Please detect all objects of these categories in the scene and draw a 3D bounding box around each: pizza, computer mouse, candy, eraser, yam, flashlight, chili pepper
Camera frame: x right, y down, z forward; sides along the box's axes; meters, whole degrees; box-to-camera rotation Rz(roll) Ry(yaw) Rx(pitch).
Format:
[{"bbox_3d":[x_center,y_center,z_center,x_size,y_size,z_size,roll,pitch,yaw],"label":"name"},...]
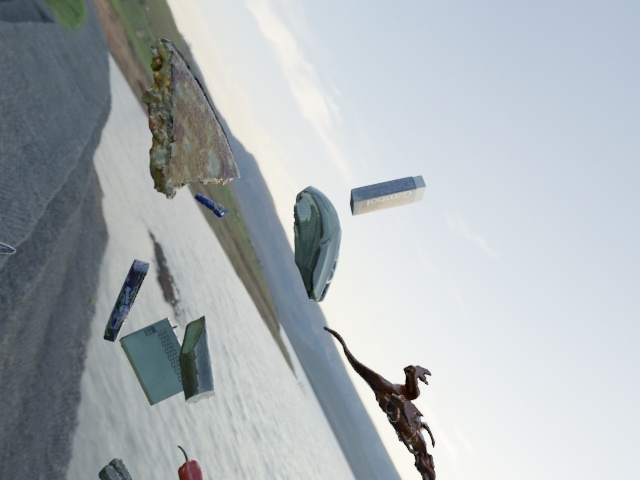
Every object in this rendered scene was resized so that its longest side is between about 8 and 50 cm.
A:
[{"bbox_3d":[-0.376,-0.263,1.409,0.406,0.130,0.440,-76,148,-49],"label":"pizza"},{"bbox_3d":[0.003,0.002,1.915,0.228,0.145,0.429,37,48,-70],"label":"computer mouse"},{"bbox_3d":[-0.691,0.214,1.905,0.061,0.313,0.088,23,18,-19],"label":"candy"},{"bbox_3d":[0.188,-0.129,1.535,0.092,0.212,0.046,90,-13,-65],"label":"eraser"},{"bbox_3d":[-0.385,0.363,1.664,0.106,0.106,0.259,82,-6,-67],"label":"yam"},{"bbox_3d":[-0.360,-0.119,1.770,0.121,0.057,0.035,34,-54,9],"label":"flashlight"},{"bbox_3d":[-0.352,0.708,1.524,0.071,0.063,0.272,-3,59,-48],"label":"chili pepper"}]

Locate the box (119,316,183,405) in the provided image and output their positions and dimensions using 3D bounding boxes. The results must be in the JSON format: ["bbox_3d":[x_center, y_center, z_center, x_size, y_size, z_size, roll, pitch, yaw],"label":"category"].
[{"bbox_3d":[-0.570,0.429,1.924,0.270,0.210,0.045,66,-9,-9],"label":"box"}]

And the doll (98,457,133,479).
[{"bbox_3d":[-0.384,0.621,1.217,0.285,0.091,0.202,38,-2,-14],"label":"doll"}]

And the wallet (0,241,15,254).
[{"bbox_3d":[-1.004,0.012,1.507,0.168,0.245,0.052,27,66,-62],"label":"wallet"}]

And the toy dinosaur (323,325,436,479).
[{"bbox_3d":[0.162,0.334,1.187,0.432,0.097,0.208,60,-26,18],"label":"toy dinosaur"}]
